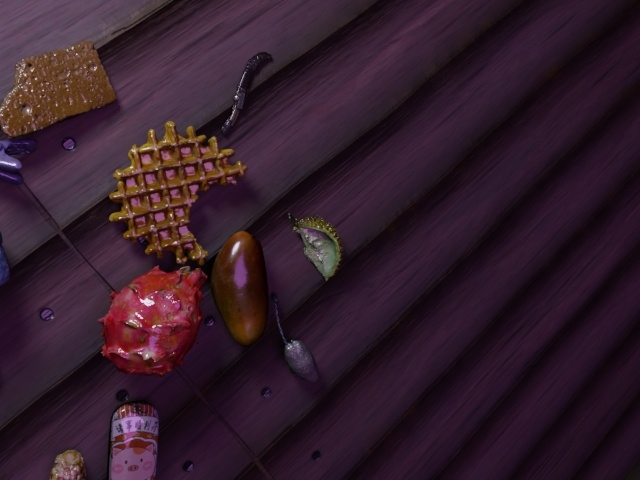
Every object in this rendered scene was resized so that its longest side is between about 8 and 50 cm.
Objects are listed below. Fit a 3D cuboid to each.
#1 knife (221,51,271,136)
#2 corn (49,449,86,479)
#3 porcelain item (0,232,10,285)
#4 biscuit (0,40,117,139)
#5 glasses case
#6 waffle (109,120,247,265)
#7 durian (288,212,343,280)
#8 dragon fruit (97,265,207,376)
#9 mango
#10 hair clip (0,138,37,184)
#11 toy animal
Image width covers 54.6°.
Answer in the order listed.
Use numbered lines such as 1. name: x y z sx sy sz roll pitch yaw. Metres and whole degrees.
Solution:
1. knife: -0.177 -0.340 1.410 0.045 0.021 0.222 32 81 -32
2. corn: -0.538 0.573 1.308 0.086 0.086 0.253 5 94 -30
3. porcelain item: -0.652 0.032 1.126 0.147 0.147 0.114 -12 101 -28
4. biscuit: -0.520 -0.292 1.194 0.237 0.026 0.131 -34 109 -36
5. glasses case: -0.417 0.487 1.372 0.103 0.067 0.267 1 98 -31
6. waffle: -0.318 -0.105 1.343 0.259 0.069 0.293 28 86 -27
7. durian: 0.000 0.000 1.533 0.100 0.086 0.215 -32 114 -7
8. dragon fruit: -0.340 0.157 1.293 0.210 0.205 0.268 36 71 -1
9. mango: -0.185 0.111 1.421 0.133 0.111 0.268 -13 103 -43
10. hair clip: -0.660 -0.160 1.115 0.278 0.137 0.090 1 62 -30
11. toy animal: -0.071 0.254 1.525 0.070 0.079 0.253 -35 112 -21
